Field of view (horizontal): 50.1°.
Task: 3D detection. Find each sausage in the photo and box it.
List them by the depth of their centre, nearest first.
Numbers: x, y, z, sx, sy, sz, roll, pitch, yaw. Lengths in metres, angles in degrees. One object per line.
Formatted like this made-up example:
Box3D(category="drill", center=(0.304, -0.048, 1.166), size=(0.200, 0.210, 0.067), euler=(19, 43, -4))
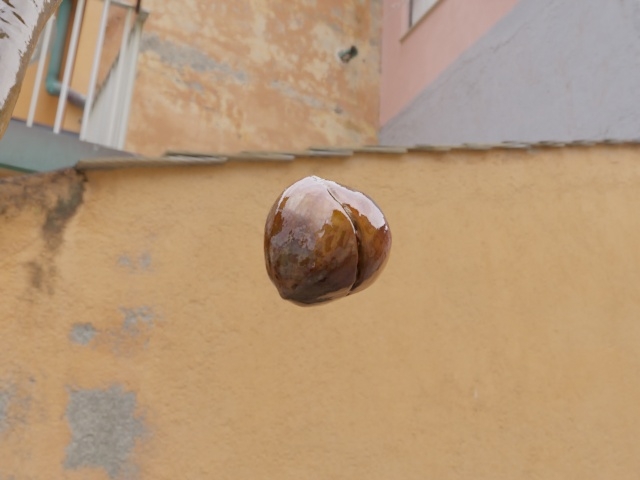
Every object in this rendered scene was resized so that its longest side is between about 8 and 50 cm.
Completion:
Box3D(category="sausage", center=(-0.498, -0.322, 1.055), size=(0.123, 0.501, 0.136), euler=(-7, -36, 15))

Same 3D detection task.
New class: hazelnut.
Box3D(category="hazelnut", center=(0.000, 0.000, 0.892), size=(0.182, 0.182, 0.182), euler=(3, -17, 1))
